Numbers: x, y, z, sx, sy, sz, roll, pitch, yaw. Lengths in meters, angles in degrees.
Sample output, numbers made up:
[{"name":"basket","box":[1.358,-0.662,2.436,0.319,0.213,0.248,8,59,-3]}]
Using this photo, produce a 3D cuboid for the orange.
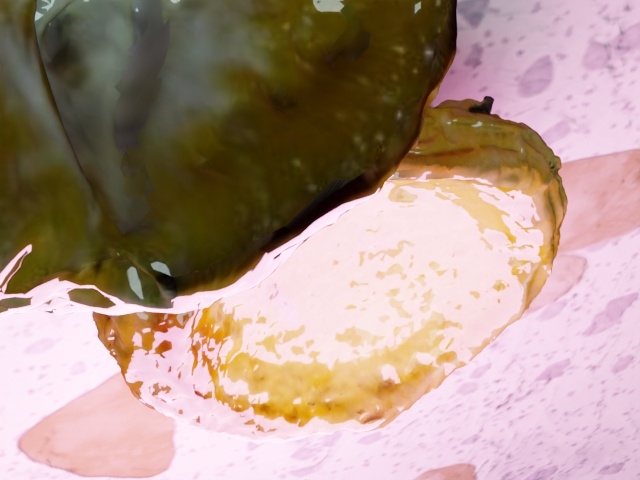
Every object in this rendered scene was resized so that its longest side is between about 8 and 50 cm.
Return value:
[{"name":"orange","box":[-0.130,-0.097,0.740,0.368,0.271,0.210,4,167,-33]}]

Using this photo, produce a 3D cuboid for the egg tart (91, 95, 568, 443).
[{"name":"egg tart","box":[0.000,0.000,1.060,0.294,0.123,0.294,-17,142,-14]}]
